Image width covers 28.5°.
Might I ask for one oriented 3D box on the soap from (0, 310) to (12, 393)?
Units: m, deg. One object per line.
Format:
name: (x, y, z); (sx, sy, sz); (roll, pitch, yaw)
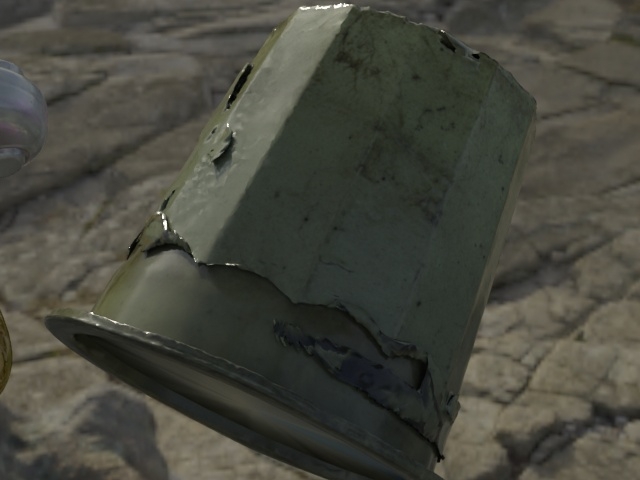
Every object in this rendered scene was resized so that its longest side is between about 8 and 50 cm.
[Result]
soap: (-0.105, 0.005, 0.335); (0.012, 0.034, 0.089); (-6, 61, -53)

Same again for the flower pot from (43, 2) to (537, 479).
flower pot: (0.000, 0.000, 0.614); (0.212, 0.212, 0.202); (16, 75, 24)

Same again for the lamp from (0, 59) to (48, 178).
lamp: (-0.315, -0.083, 0.921); (0.246, 0.108, 0.179); (8, -23, -42)
